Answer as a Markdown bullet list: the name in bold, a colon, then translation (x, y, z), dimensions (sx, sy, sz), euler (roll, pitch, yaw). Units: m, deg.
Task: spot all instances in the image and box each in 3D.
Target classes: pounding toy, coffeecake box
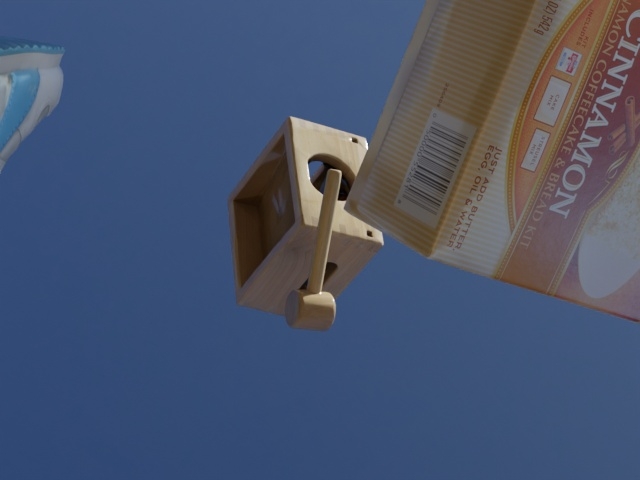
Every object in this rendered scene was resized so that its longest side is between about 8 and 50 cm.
- **pounding toy**: translation (0.005, -0.001, 1.300), dimensions (0.181, 0.094, 0.206), euler (-50, -144, 41)
- **coffeecake box**: translation (0.123, -0.045, 0.597), dimensions (0.068, 0.185, 0.142), euler (33, -76, 56)

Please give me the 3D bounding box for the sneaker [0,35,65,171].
- **sneaker**: translation (-0.171, -0.034, 0.606), dimensions (0.087, 0.228, 0.092), euler (8, -69, 12)
